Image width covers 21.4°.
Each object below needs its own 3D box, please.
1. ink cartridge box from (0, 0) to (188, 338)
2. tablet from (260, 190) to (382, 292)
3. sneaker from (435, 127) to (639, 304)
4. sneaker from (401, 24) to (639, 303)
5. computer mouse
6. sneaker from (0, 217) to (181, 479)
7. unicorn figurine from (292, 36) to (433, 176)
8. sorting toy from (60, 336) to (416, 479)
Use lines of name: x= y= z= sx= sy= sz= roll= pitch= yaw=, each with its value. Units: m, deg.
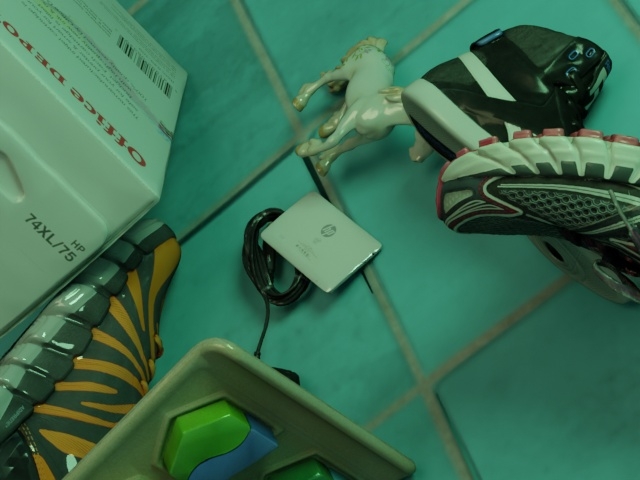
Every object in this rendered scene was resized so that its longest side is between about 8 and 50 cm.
ink cartridge box: x=-0.243 y=-0.089 z=1.273 sx=0.197 sy=0.198 sz=0.270 roll=-39 pitch=18 yaw=16
tablet: x=0.000 y=0.000 z=1.221 sx=0.054 sy=0.006 sz=0.083 roll=-40 pitch=51 yaw=-13
sneaker: x=0.205 y=0.006 z=0.947 sx=0.299 sy=0.121 sz=0.112 roll=13 pitch=88 yaw=20
sneaker: x=0.162 y=-0.066 z=1.094 sx=0.121 sy=0.079 sz=0.217 roll=-39 pitch=60 yaw=-9
computer mouse: x=-0.040 y=0.084 z=1.210 sx=0.071 sy=0.041 sz=0.242 roll=-5 pitch=57 yaw=21
sneaker: x=-0.150 y=0.130 z=1.221 sx=0.124 sy=0.180 sz=0.321 roll=-42 pitch=10 yaw=45
unicorn figurine: x=0.036 y=-0.093 z=1.219 sx=0.111 sy=0.060 sz=0.162 roll=-33 pitch=51 yaw=22
sorting toy: x=-0.067 y=0.172 z=1.072 sx=0.208 sy=0.193 sz=0.038 roll=-42 pitch=37 yaw=15
